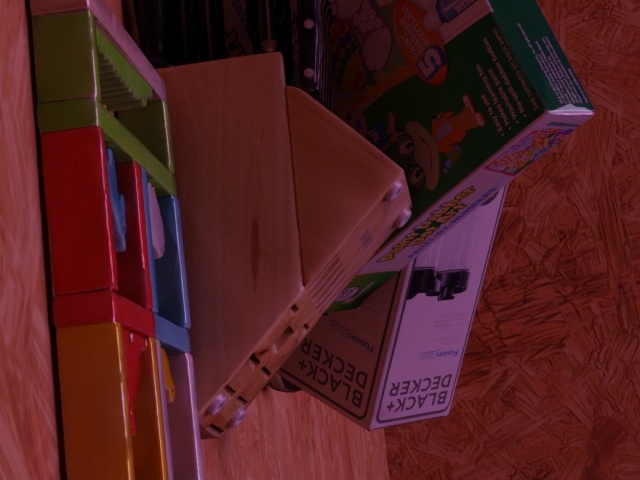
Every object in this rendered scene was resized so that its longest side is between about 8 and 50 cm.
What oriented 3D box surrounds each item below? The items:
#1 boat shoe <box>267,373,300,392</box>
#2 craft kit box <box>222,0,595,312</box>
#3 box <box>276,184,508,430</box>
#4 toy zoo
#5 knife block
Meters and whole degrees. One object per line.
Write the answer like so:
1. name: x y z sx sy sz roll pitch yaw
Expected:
1. boat shoe: 0.000 0.000 1.309 0.355 0.130 0.132 87 2 -46
2. craft kit box: 0.029 -0.118 1.027 0.246 0.061 0.250 -44 -117 42
3. box: 0.040 -0.029 1.122 0.087 0.169 0.290 -5 116 -44
4. toy zoo: -0.095 0.040 0.779 0.192 0.030 0.293 58 25 -79
5. knife block: -0.077 -0.052 0.950 0.276 0.242 0.088 -50 165 -6
